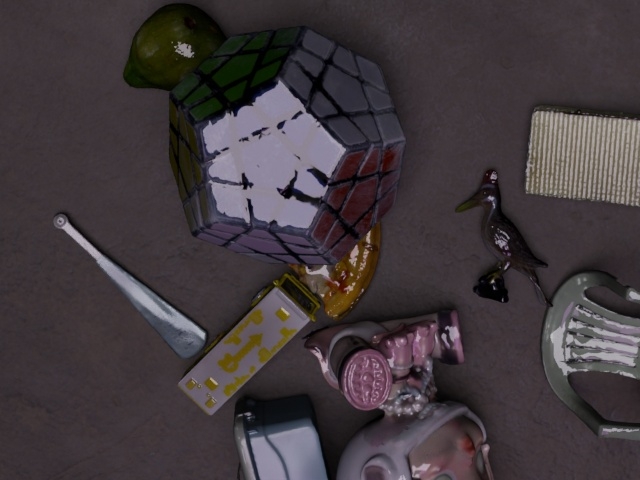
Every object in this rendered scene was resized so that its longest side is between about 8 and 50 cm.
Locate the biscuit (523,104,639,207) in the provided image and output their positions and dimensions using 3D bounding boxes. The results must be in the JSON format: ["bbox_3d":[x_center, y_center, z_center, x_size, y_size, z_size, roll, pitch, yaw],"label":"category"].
[{"bbox_3d":[0.372,-0.110,1.768,0.199,0.040,0.121,9,107,18],"label":"biscuit"}]

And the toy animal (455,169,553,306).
[{"bbox_3d":[0.247,0.004,1.823,0.105,0.070,0.202,-14,93,0],"label":"toy animal"}]

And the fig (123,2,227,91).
[{"bbox_3d":[-0.202,-0.242,1.793,0.156,0.123,0.123,-34,96,22],"label":"fig"}]

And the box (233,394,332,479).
[{"bbox_3d":[-0.051,0.330,1.873,0.130,0.162,0.227,-13,100,0],"label":"box"}]

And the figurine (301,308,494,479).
[{"bbox_3d":[0.121,0.276,1.817,0.253,0.211,0.361,-18,93,-34],"label":"figurine"}]

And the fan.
[{"bbox_3d":[-0.270,0.058,1.912,0.057,0.023,0.282,-43,95,15],"label":"fan"}]

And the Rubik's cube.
[{"bbox_3d":[-0.046,-0.117,1.721,0.319,0.264,0.319,1,102,7],"label":"Rubik's cube"}]

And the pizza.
[{"bbox_3d":[0.000,0.000,1.857,0.176,0.036,0.185,26,103,1],"label":"pizza"}]

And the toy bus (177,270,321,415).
[{"bbox_3d":[-0.102,0.142,1.875,0.081,0.074,0.226,46,111,-3],"label":"toy bus"}]

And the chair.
[{"bbox_3d":[0.443,0.157,1.773,0.274,0.190,0.203,10,102,-3],"label":"chair"}]
